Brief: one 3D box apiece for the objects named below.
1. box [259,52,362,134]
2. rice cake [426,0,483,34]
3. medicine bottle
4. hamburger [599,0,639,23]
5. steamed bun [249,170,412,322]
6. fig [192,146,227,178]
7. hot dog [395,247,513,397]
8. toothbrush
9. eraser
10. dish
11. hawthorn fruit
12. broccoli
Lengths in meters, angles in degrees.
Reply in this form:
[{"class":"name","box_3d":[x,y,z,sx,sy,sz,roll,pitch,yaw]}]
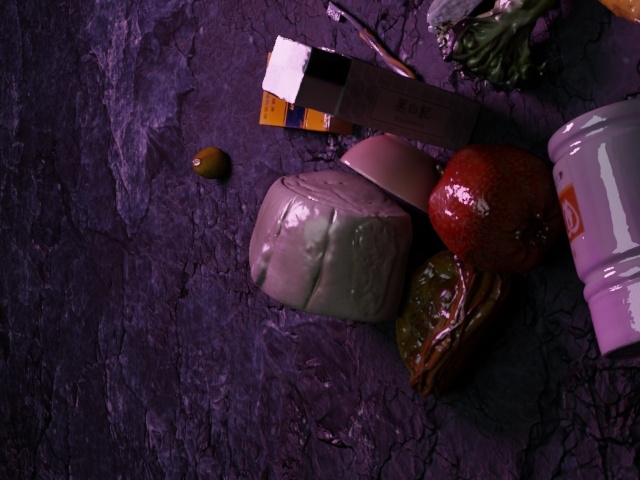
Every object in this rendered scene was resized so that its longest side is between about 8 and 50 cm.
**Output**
[{"class":"box","box_3d":[-0.022,-0.295,2.155,0.237,0.070,0.152,15,98,53]},{"class":"rice cake","box_3d":[0.245,-0.417,1.800,0.069,0.063,0.206,-63,11,-29]},{"class":"medicine bottle","box_3d":[0.438,-0.013,1.456,0.202,0.202,0.316,-28,65,46]},{"class":"hamburger","box_3d":[0.485,-0.400,1.473,0.244,0.163,0.244,-4,85,58]},{"class":"steamed bun","box_3d":[-0.005,-0.001,1.903,0.383,0.236,0.247,-138,55,-68]},{"class":"fig","box_3d":[-0.250,-0.172,2.404,0.074,0.088,0.074,4,97,34]},{"class":"hot dog","box_3d":[0.205,0.136,1.789,0.272,0.122,0.196,-59,28,28]},{"class":"toothbrush","box_3d":[0.096,-0.379,2.051,0.321,0.023,0.031,48,129,43]},{"class":"eraser","box_3d":[0.093,-0.231,1.738,0.096,0.404,0.098,29,104,44]},{"class":"dish","box_3d":[0.139,-0.124,1.845,0.213,0.213,0.090,35,97,46]},{"class":"hawthorn fruit","box_3d":[0.264,-0.062,1.686,0.253,0.205,0.205,45,121,52]},{"class":"broccoli","box_3d":[0.326,-0.369,1.697,0.304,0.165,0.145,-45,21,22]}]
